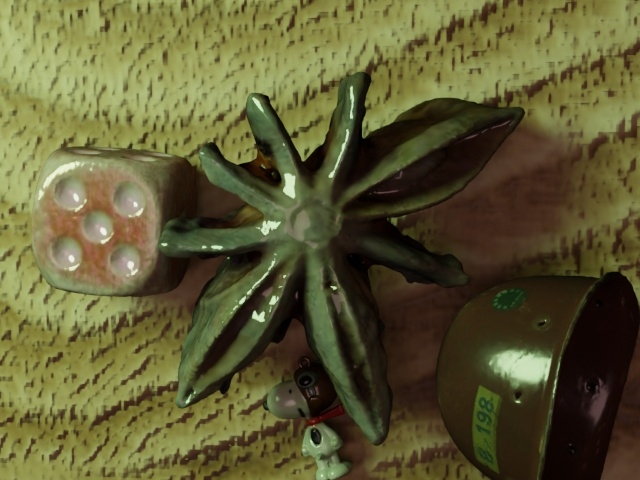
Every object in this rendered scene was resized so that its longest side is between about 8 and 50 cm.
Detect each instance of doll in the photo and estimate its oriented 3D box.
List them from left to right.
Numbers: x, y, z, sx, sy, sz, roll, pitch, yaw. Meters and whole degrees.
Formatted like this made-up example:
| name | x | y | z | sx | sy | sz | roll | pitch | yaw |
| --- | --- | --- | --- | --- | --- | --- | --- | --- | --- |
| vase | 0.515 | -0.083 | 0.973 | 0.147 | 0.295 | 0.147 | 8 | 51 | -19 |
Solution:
| name | x | y | z | sx | sy | sz | roll | pitch | yaw |
| --- | --- | --- | --- | --- | --- | --- | --- | --- | --- |
| doll | -0.002 | 0.126 | 0.809 | 0.058 | 0.040 | 0.085 | -38 | 87 | 23 |

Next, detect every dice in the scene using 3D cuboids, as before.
| name | x | y | z | sx | sy | sz | roll | pitch | yaw |
| --- | --- | --- | --- | --- | --- | --- | --- | --- | --- |
| dice | -0.137 | -0.013 | 0.780 | 0.091 | 0.093 | 0.094 | 7 | 97 | 7 |

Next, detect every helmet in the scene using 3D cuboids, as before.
| name | x | y | z | sx | sy | sz | roll | pitch | yaw |
| --- | --- | --- | --- | --- | --- | --- | --- | --- | --- |
| helmet | 0.131 | 0.096 | 0.749 | 0.106 | 0.155 | 0.175 | 11 | 129 | 33 |

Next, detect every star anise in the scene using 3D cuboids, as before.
| name | x | y | z | sx | sy | sz | roll | pitch | yaw |
| --- | --- | --- | --- | --- | --- | --- | --- | --- | --- |
| star anise | -0.002 | 0.004 | 0.748 | 0.198 | 0.110 | 0.257 | 18 | 98 | -11 |
